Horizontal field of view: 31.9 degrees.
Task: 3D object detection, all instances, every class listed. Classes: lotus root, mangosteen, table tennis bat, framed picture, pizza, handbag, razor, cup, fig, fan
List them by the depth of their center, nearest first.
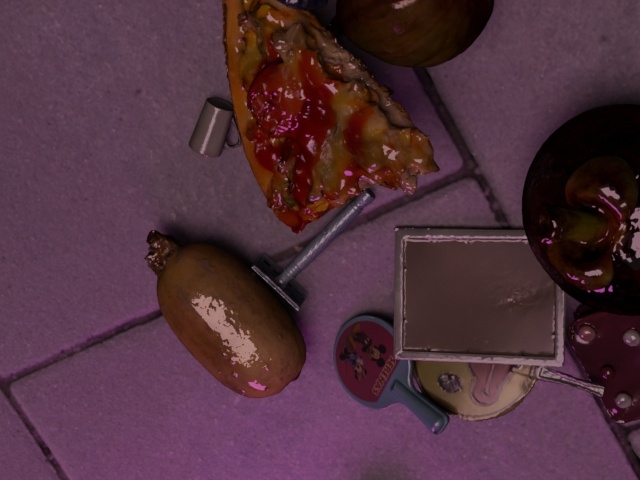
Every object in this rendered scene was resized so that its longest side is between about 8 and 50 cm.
[{"bbox_3d":[0.420,-0.046,1.535,0.297,0.293,0.297,-4,71,12],"label":"mangosteen"},{"bbox_3d":[0.081,-0.318,1.587,0.321,0.217,0.217,-25,104,42],"label":"fig"},{"bbox_3d":[-0.004,-0.171,1.589,0.406,0.130,0.440,24,136,48],"label":"pizza"},{"bbox_3d":[0.503,0.172,1.695,0.216,0.074,0.203,-18,109,37],"label":"handbag"},{"bbox_3d":[0.246,0.087,1.748,0.274,0.017,0.217,3,91,17],"label":"framed picture"},{"bbox_3d":[0.282,0.184,1.762,0.335,0.011,0.230,15,98,20],"label":"fan"},{"bbox_3d":[-0.162,-0.176,1.775,0.075,0.054,0.083,25,114,6],"label":"cup"},{"bbox_3d":[0.000,0.000,1.802,0.106,0.068,0.232,42,111,-4],"label":"razor"},{"bbox_3d":[0.115,0.225,1.824,0.244,0.040,0.153,42,119,27],"label":"table tennis bat"},{"bbox_3d":[-0.167,0.115,1.840,0.169,0.151,0.343,-39,97,27],"label":"lotus root"}]

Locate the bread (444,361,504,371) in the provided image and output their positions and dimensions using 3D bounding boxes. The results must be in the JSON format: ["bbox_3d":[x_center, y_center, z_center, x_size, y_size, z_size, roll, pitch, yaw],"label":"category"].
[{"bbox_3d":[0.267,0.206,1.811,0.132,0.053,0.074,-18,101,21],"label":"bread"}]

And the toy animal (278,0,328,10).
[{"bbox_3d":[0.002,-0.463,1.518,0.122,0.185,0.298,21,73,-13],"label":"toy animal"}]
